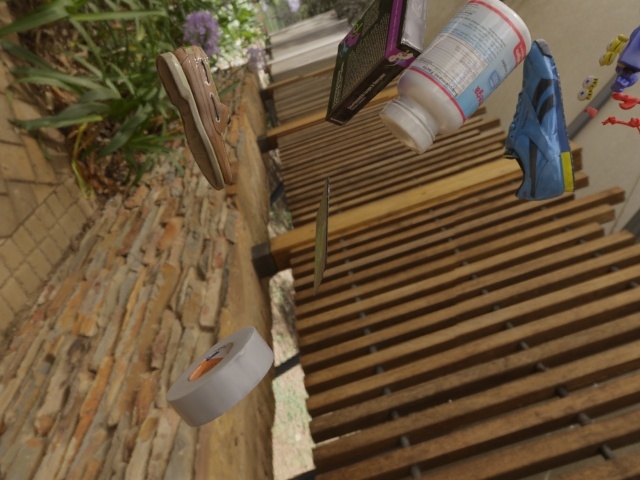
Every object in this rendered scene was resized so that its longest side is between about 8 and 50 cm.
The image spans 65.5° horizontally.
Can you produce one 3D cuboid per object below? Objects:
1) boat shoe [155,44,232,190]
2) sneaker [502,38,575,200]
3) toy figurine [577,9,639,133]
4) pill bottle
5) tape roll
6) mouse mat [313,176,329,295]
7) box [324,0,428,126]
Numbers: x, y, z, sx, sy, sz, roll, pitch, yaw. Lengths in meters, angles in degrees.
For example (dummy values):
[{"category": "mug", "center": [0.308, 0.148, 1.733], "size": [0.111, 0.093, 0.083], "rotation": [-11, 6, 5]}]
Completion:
[{"category": "boat shoe", "center": [-0.242, -0.263, 1.078], "size": [0.110, 0.104, 0.307], "rotation": [18, -49, 51]}, {"category": "sneaker", "center": [0.276, -0.156, 0.651], "size": [0.069, 0.082, 0.209], "rotation": [-2, 85, -65]}, {"category": "toy figurine", "center": [0.738, -0.426, 1.076], "size": [0.191, 0.363, 0.217], "rotation": [34, 16, 16]}, {"category": "pill bottle", "center": [0.142, -0.175, 0.543], "size": [0.087, 0.160, 0.087], "rotation": [42, 5, -4]}, {"category": "tape roll", "center": [-0.201, 0.271, 1.009], "size": [0.072, 0.219, 0.219], "rotation": [55, 5, -8]}, {"category": "mouse mat", "center": [0.000, 0.000, 0.824], "size": [0.190, 0.007, 0.153], "rotation": [105, -12, -70]}, {"category": "box", "center": [0.059, -0.211, 0.546], "size": [0.162, 0.029, 0.116], "rotation": [-26, -131, 59]}]
